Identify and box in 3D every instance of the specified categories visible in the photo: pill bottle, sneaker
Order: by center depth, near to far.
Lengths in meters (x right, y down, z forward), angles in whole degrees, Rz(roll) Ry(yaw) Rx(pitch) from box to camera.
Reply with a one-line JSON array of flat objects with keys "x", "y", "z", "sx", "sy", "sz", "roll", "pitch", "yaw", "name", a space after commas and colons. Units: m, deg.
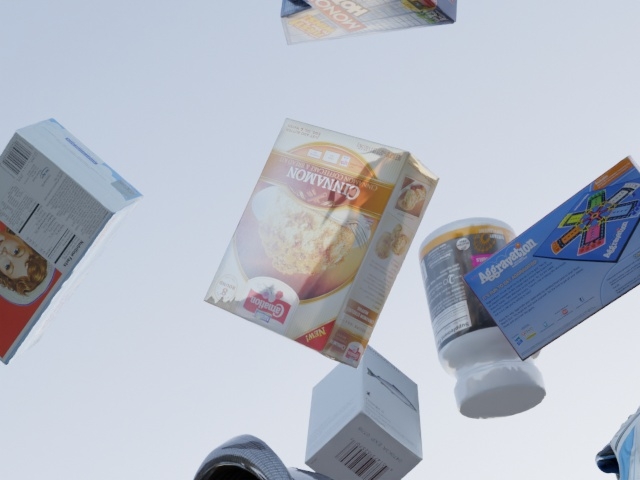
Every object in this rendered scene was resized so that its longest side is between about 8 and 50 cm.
[{"x": 0.305, "y": 0.177, "z": 0.951, "sx": 0.086, "sy": 0.237, "sz": 0.085, "roll": 12, "pitch": -40, "yaw": 27, "name": "sneaker"}, {"x": 0.247, "y": 0.118, "z": 1.575, "sx": 0.162, "sy": 0.278, "sz": 0.162, "roll": -7, "pitch": -30, "yaw": -4, "name": "pill bottle"}]

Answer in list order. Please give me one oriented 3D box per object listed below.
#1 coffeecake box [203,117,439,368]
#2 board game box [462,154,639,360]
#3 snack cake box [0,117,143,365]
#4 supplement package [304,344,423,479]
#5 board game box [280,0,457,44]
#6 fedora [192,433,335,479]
[{"x": 0.000, "y": 0.000, "z": 0.924, "sx": 0.068, "sy": 0.142, "sz": 0.185, "roll": 31, "pitch": -99, "yaw": -54, "name": "coffeecake box"}, {"x": 0.338, "y": 0.028, "z": 1.379, "sx": 0.281, "sy": 0.027, "sz": 0.145, "roll": -39, "pitch": -98, "yaw": 27, "name": "board game box"}, {"x": -0.355, "y": 0.003, "z": 1.265, "sx": 0.152, "sy": 0.089, "sz": 0.264, "roll": 40, "pitch": -67, "yaw": 1, "name": "snack cake box"}, {"x": 0.055, "y": 0.229, "z": 1.310, "sx": 0.105, "sy": 0.179, "sz": 0.105, "roll": 39, "pitch": -71, "yaw": -13, "name": "supplement package"}, {"x": 0.010, "y": -0.268, "z": 1.075, "sx": 0.194, "sy": 0.060, "sz": 0.194, "roll": -9, "pitch": -22, "yaw": 38, "name": "board game box"}, {"x": -0.027, "y": 0.309, "z": 1.007, "sx": 0.124, "sy": 0.275, "sz": 0.243, "roll": 1, "pitch": -90, "yaw": -32, "name": "fedora"}]
